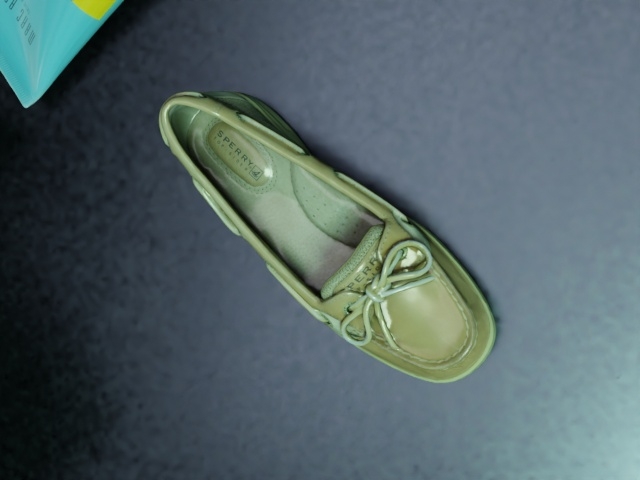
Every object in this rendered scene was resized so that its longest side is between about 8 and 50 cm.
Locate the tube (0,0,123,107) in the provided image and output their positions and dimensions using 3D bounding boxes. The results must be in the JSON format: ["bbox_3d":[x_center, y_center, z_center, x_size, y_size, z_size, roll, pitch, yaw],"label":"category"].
[{"bbox_3d":[-0.071,-0.149,0.419,0.207,0.052,0.080,-39,73,19],"label":"tube"}]

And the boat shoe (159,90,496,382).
[{"bbox_3d":[0.001,-0.002,0.401,0.153,0.048,0.056,46,102,9],"label":"boat shoe"}]
